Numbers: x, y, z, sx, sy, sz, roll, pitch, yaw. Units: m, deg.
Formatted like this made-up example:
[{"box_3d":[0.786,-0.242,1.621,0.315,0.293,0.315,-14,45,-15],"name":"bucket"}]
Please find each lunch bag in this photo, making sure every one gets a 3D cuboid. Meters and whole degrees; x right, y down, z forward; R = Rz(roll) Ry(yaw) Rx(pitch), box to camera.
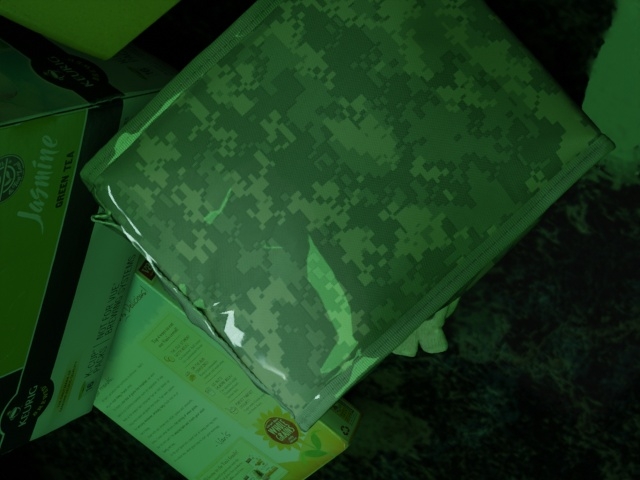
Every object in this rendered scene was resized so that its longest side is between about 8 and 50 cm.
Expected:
[{"box_3d":[0.011,-0.044,0.899,0.287,0.169,0.235,-41,87,-5],"name":"lunch bag"}]

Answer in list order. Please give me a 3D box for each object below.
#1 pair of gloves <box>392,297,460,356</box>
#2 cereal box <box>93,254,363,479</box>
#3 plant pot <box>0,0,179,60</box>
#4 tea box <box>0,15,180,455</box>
[{"box_3d":[0.000,0.000,1.074,0.240,0.042,0.204,3,122,18],"name":"pair of gloves"},{"box_3d":[-0.106,0.127,1.142,0.240,0.047,0.173,41,131,-9],"name":"cereal box"},{"box_3d":[-0.153,-0.254,0.898,0.212,0.212,0.187,-34,117,25],"name":"plant pot"},{"box_3d":[-0.310,-0.001,0.956,0.220,0.323,0.329,34,121,22],"name":"tea box"}]
